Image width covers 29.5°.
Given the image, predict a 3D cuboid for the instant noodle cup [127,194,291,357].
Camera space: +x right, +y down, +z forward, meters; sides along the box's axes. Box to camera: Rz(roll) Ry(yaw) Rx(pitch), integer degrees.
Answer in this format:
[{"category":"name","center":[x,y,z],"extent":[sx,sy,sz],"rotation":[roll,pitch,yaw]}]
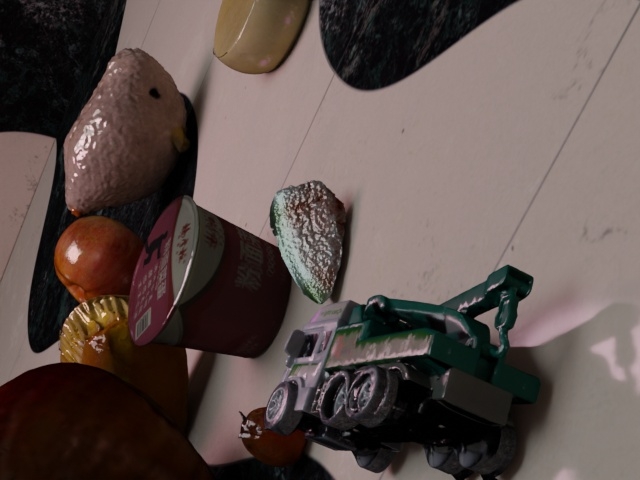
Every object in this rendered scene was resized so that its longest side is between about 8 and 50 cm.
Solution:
[{"category":"instant noodle cup","center":[-0.164,0.067,1.826],"extent":[0.235,0.178,0.235],"rotation":[-42,38,45]}]

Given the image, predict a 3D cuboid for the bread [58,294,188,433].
[{"category":"bread","center":[-0.322,0.241,2.006],"extent":[0.156,0.204,0.288],"rotation":[-133,45,-65]}]

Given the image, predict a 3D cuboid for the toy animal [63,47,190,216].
[{"category":"toy animal","center":[-0.392,-0.197,2.477],"extent":[0.358,0.226,0.188],"rotation":[-59,29,0]}]

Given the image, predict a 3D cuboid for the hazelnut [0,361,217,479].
[{"category":"hazelnut","center":[-0.346,0.382,1.710],"extent":[0.352,0.421,0.421],"rotation":[-14,56,28]}]

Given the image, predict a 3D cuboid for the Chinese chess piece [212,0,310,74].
[{"category":"Chinese chess piece","center":[-0.102,-0.415,2.145],"extent":[0.251,0.097,0.251],"rotation":[-49,32,45]}]

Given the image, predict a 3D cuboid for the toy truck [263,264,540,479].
[{"category":"toy truck","center":[0.085,0.142,1.253],"extent":[0.363,0.176,0.178],"rotation":[-24,44,60]}]

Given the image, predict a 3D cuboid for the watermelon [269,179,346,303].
[{"category":"watermelon","center":[-0.006,0.006,1.673],"extent":[0.094,0.081,0.180],"rotation":[-22,69,42]}]

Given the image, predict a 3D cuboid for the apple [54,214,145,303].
[{"category":"apple","center":[-0.453,0.046,2.489],"extent":[0.164,0.209,0.209],"rotation":[-54,16,-22]}]

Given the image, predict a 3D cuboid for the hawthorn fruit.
[{"category":"hawthorn fruit","center":[-0.067,0.254,1.595],"extent":[0.081,0.093,0.081],"rotation":[-50,30,45]}]
